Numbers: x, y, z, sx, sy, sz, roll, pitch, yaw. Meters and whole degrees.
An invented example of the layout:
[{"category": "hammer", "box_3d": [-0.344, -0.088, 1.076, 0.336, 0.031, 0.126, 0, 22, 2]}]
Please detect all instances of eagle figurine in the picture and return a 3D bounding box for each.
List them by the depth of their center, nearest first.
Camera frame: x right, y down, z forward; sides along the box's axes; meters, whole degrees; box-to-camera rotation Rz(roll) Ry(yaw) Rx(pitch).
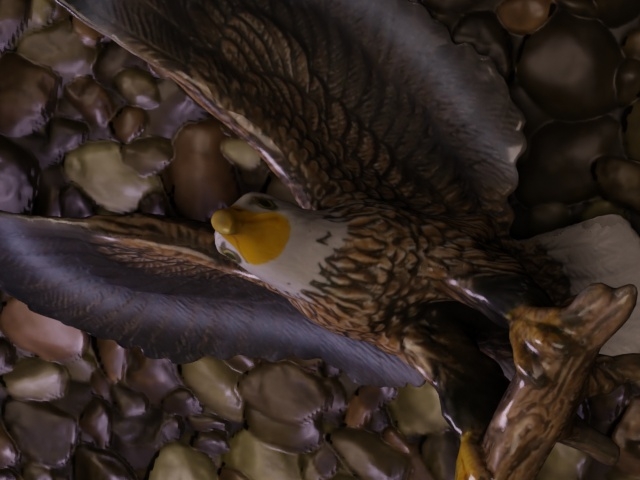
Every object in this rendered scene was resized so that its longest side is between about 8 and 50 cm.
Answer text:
[{"category": "eagle figurine", "box_3d": [-0.004, -0.005, 0.570, 0.226, 0.225, 0.298, -41, 57, -18]}]
